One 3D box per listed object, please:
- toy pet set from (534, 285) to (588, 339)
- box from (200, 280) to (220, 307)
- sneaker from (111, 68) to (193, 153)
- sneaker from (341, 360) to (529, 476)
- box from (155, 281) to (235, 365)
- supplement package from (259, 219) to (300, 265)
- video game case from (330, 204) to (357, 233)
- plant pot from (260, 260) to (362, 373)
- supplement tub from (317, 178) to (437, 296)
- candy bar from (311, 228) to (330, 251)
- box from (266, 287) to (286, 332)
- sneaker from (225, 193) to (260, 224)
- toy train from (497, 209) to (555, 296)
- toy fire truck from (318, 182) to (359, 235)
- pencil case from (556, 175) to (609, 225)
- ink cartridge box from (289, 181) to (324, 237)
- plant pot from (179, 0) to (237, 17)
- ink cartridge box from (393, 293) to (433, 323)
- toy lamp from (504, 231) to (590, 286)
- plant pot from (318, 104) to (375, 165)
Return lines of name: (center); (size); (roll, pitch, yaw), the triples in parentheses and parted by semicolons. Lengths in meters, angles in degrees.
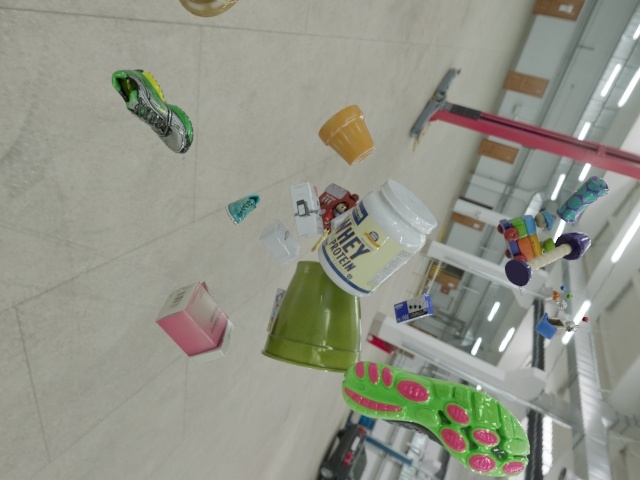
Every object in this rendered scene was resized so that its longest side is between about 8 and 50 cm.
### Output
toy pet set: (0.623, 0.198, 1.095); (0.122, 0.065, 0.114); (-96, -165, -51)
box: (-0.494, 0.283, 1.723); (0.122, 0.257, 0.128); (-31, 109, -12)
sneaker: (-0.571, -0.426, 1.388); (0.134, 0.343, 0.146); (-42, -179, 27)
sneaker: (0.297, 0.440, 1.086); (0.185, 0.482, 0.202); (-67, 159, -7)
box: (-0.416, 0.282, 1.394); (0.232, 0.126, 0.149); (59, 20, -28)
supplement package: (-0.194, 0.010, 1.993); (0.105, 0.179, 0.105); (-29, -157, 23)
video game case: (0.112, -0.037, 1.685); (0.193, 0.023, 0.213); (-32, 141, -33)
plant pot: (0.000, 0.265, 1.500); (0.366, 0.366, 0.353); (41, 59, -71)
supplement tub: (0.173, -0.005, 1.277); (0.325, 0.235, 0.235); (-48, 170, 24)
candy bar: (0.000, 0.000, 1.951); (0.040, 0.018, 0.161); (-42, -172, 47)
box: (-0.195, 0.375, 2.102); (0.044, 0.159, 0.233); (15, 88, -34)
sneaker: (-0.367, -0.162, 1.961); (0.107, 0.109, 0.275); (58, 21, -17)
toy train: (0.645, 0.038, 1.247); (0.105, 0.143, 0.248); (-56, 125, -71)
toy fire truck: (0.070, -0.171, 2.150); (0.254, 0.302, 0.169); (-47, 131, -8)
pencil case: (0.809, -0.122, 1.270); (0.064, 0.070, 0.152); (-34, 161, -49)
ink cartridge box: (-0.038, -0.085, 1.213); (0.109, 0.063, 0.151); (5, 74, -78)
plant pot: (-0.320, -0.761, 1.167); (0.032, 0.236, 0.237); (-14, 126, -77)
ink cartridge box: (0.449, 0.335, 2.001); (0.207, 0.046, 0.097); (-33, -124, 48)
toy lamp: (0.601, 0.039, 1.072); (0.274, 0.080, 0.080); (-17, 136, -25)
plant pot: (0.126, -0.422, 1.708); (0.205, 0.188, 0.205); (-34, 175, -3)
